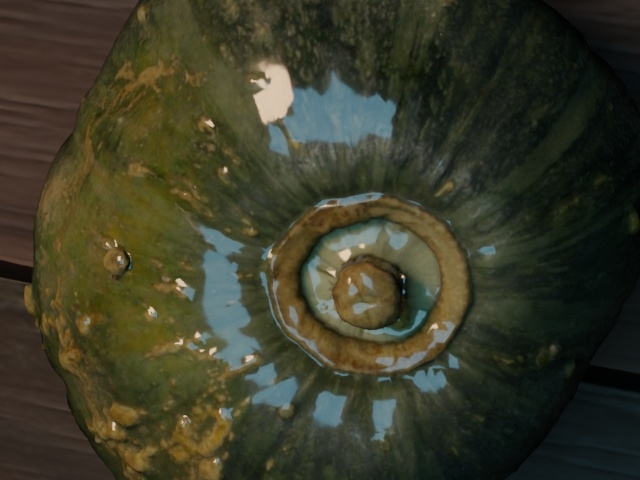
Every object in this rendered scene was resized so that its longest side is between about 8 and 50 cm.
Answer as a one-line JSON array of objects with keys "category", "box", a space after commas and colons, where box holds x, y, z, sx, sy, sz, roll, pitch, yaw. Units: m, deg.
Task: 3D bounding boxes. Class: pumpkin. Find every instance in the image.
[{"category": "pumpkin", "box": [0.000, 0.000, 0.964, 0.291, 0.257, 0.327, 39, 101, -5]}]
